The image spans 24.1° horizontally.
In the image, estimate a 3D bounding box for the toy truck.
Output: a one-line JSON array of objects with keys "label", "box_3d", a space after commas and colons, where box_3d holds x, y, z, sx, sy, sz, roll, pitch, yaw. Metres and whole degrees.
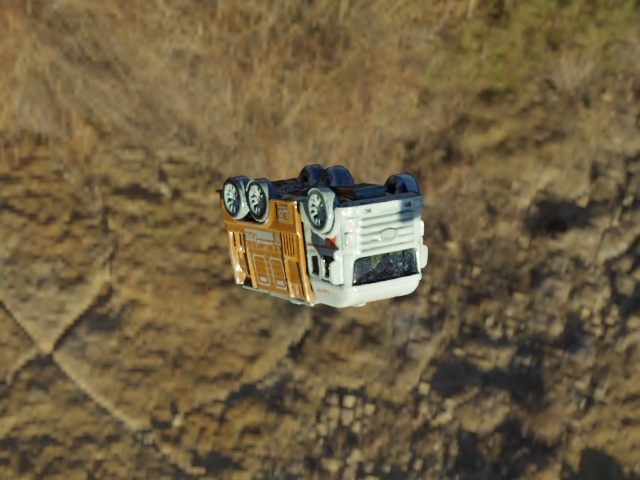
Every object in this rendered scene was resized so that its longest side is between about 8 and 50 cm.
[{"label": "toy truck", "box_3d": [0.000, 0.000, 1.807, 0.136, 0.162, 0.305, -10, 11, -30]}]
